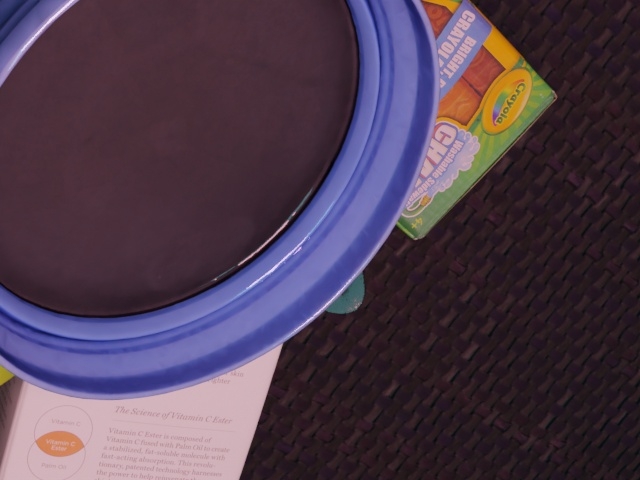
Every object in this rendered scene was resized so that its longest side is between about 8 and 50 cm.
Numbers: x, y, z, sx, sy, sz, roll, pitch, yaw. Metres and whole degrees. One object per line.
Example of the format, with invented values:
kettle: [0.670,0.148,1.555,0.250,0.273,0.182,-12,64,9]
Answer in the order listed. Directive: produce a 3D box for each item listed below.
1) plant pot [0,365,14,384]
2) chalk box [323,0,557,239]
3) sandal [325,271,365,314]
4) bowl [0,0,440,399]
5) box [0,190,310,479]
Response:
plant pot: [-0.389,0.039,1.134,0.207,0.228,0.227,-42,135,-19]
chalk box: [0.063,-0.135,1.311,0.289,0.179,0.180,39,95,-31]
sandal: [0.000,0.000,1.426,0.067,0.040,0.179,-24,119,-11]
bowl: [-0.094,-0.063,1.082,0.391,0.077,0.391,-22,135,-24]
box: [-0.161,0.067,1.317,0.215,0.168,0.345,10,109,-25]
